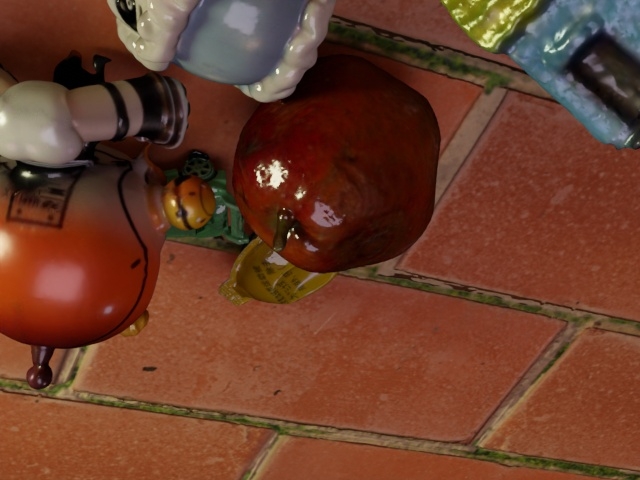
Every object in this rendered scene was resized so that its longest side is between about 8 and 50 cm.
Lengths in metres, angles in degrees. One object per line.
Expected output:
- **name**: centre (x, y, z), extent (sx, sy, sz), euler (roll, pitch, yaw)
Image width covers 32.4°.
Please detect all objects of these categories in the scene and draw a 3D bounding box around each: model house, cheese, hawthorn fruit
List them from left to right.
- **cheese**: centre (0.000, 0.000, 1.325), extent (0.270, 0.069, 0.177), euler (-32, 151, 6)
- **hawthorn fruit**: centre (0.010, -0.066, 1.130), extent (0.224, 0.261, 0.224), euler (10, 116, 21)
- **model house**: centre (0.252, -0.277, 1.028), extent (0.303, 0.215, 0.237), euler (39, 120, -5)

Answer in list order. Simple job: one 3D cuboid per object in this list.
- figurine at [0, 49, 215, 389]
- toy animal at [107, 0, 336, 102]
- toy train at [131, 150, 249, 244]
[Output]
- **figurine**: centre (-0.273, -0.023, 1.141), extent (0.319, 0.196, 0.323), euler (6, 119, 5)
- **toy animal**: centre (-0.095, -0.229, 1.029), extent (0.204, 0.156, 0.208), euler (13, 126, -28)
- **toy train**: centre (-0.159, -0.039, 1.254), extent (0.149, 0.081, 0.099), euler (-5, 136, -8)
